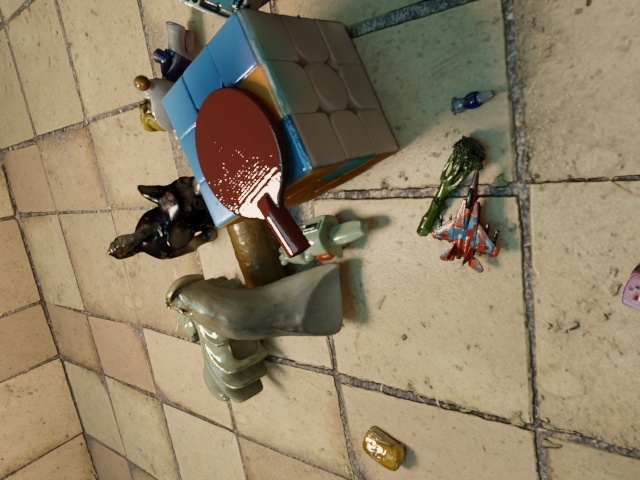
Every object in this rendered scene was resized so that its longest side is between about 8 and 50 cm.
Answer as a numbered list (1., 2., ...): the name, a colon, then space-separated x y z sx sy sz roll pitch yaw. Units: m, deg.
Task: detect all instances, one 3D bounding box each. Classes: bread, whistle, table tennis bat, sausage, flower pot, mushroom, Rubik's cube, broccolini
1. bread: 0.153 0.515 1.145 0.106 0.053 0.072 27 118 37
2. whistle: -0.001 -0.002 1.054 0.253 0.106 0.101 -17 70 38
3. table tennis bat: -0.115 -0.108 0.768 0.200 0.038 0.310 -41 78 41
4. sausage: -0.162 -0.022 1.156 0.136 0.123 0.500 8 118 44
5. flower pot: -0.279 0.291 1.361 0.254 0.165 0.367 -13 96 48
6. mushroom: -0.151 0.147 1.078 0.126 0.398 0.177 -111 16 -72
7. Rubik's cube: -0.078 -0.227 0.915 0.292 0.291 0.290 -26 87 42
8. whistle: 0.258 -0.241 0.803 0.083 0.029 0.033 -8 84 49
9. broccolini: 0.241 -0.090 0.868 0.067 0.058 0.216 -100 20 -49

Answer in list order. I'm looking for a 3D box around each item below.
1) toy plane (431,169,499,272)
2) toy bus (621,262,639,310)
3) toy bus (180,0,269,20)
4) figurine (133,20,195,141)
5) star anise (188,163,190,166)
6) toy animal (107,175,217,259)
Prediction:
1. toy plane: 0.269 -0.037 0.845 0.130 0.061 0.189 21 114 35
2. toy bus: 0.536 0.093 0.642 0.203 0.090 0.063 23 119 32
3. toy bus: -0.145 -0.657 0.844 0.210 0.249 0.439 23 124 -2
4. figurine: -0.377 -0.408 1.210 0.133 0.194 0.274 17 77 14
5. star anise: -0.260 -0.277 1.179 0.172 0.063 0.207 -11 68 39
6. toy animal: -0.382 -0.061 1.229 0.344 0.303 0.194 -38 83 43
